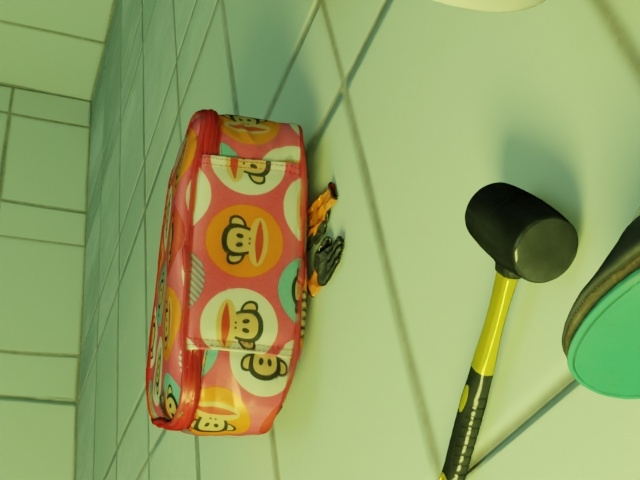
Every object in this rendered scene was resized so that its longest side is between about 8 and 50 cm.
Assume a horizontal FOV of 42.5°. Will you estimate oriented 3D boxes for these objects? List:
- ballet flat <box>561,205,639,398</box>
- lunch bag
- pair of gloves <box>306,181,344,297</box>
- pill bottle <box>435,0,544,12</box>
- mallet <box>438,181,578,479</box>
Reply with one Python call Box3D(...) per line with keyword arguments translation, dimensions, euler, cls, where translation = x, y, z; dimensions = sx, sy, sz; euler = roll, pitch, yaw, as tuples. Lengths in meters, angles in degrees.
Box3D(translation=(0.154, -0.012, 0.277), dimensions=(0.203, 0.074, 0.074), euler=(118, 151, -53), cls="ballet flat")
Box3D(translation=(-0.097, 0.040, 0.798), dimensions=(0.258, 0.120, 0.292), euler=(144, 131, -70), cls="lunch bag")
Box3D(translation=(0.000, 0.000, 0.709), dimensions=(0.074, 0.010, 0.083), euler=(123, 146, -46), cls="pair of gloves")
Box3D(translation=(0.110, -0.273, 0.271), dimensions=(0.363, 0.210, 0.210), euler=(121, 148, -45), cls="pill bottle")
Box3D(translation=(0.092, 0.066, 0.436), dimensions=(0.062, 0.039, 0.189), euler=(-141, 58, -69), cls="mallet")
